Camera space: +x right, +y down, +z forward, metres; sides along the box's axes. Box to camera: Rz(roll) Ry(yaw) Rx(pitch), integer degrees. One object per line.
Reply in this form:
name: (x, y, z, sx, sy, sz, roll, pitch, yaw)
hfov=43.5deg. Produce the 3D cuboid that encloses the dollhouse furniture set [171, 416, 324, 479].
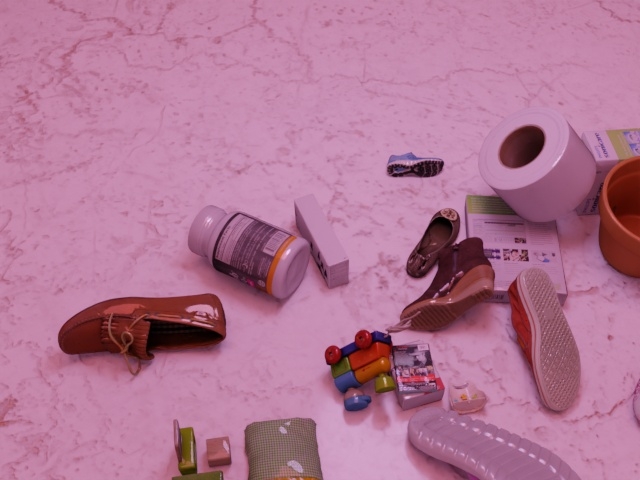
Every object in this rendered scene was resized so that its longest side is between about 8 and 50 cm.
dollhouse furniture set: (-0.145, 0.439, 1.643, 0.302, 0.151, 0.197, -7, 50, -6)

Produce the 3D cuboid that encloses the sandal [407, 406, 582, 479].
sandal: (0.367, 0.473, 1.656, 0.416, 0.102, 0.169, 27, 39, 36)

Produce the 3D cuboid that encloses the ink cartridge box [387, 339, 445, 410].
ink cartridge box: (0.209, 0.304, 1.817, 0.099, 0.056, 0.135, -13, 52, -11)

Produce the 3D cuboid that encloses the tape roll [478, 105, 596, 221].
tape roll: (0.543, -0.191, 2.016, 0.246, 0.169, 0.246, -25, 48, 30)

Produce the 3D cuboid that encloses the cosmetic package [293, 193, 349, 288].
cosmetic package: (0.000, 0.000, 2.047, 0.061, 0.098, 0.239, -17, 51, -14)

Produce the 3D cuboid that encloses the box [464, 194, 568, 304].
box: (0.493, 0.019, 2.059, 0.232, 0.058, 0.322, 3, 51, 3)

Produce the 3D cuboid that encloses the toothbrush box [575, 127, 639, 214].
toothbrush box: (0.825, -0.185, 2.129, 0.283, 0.206, 0.122, -5, 50, -3)

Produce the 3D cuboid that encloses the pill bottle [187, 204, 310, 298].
pill bottle: (-0.178, 0.022, 1.990, 0.279, 0.162, 0.162, 23, 54, 19)

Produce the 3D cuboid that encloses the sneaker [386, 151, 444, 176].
sneaker: (0.267, -0.224, 2.258, 0.162, 0.063, 0.073, 1, 47, 1)

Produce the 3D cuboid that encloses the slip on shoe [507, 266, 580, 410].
slip on shoe: (0.508, 0.229, 1.846, 0.123, 0.101, 0.331, -2, 66, -22)

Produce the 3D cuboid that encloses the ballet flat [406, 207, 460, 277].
ballet flat: (0.294, -0.005, 2.075, 0.084, 0.058, 0.250, 27, 55, 20)

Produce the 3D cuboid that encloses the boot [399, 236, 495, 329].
boot: (0.303, 0.104, 1.958, 0.249, 0.090, 0.206, -25, 31, 15)

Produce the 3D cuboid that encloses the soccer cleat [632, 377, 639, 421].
soccer cleat: (0.808, 0.276, 1.782, 0.116, 0.143, 0.331, 37, 59, 27)

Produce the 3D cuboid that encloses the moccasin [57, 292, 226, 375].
moccasin: (-0.408, 0.217, 1.853, 0.380, 0.139, 0.147, -1, 41, -13)

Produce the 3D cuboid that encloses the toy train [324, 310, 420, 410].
toy train: (0.133, 0.268, 1.758, 0.248, 0.105, 0.143, -31, 58, 28)

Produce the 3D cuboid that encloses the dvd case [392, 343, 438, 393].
dvd case: (0.208, 0.284, 1.787, 0.087, 0.013, 0.119, -3, 52, -4)

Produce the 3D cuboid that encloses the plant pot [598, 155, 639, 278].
plant pot: (0.819, -0.039, 1.997, 0.291, 0.203, 0.290, 1, 55, -1)

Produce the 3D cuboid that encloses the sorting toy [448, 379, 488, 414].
sorting toy: (0.322, 0.345, 1.795, 0.083, 0.044, 0.075, -8, 43, -6)
